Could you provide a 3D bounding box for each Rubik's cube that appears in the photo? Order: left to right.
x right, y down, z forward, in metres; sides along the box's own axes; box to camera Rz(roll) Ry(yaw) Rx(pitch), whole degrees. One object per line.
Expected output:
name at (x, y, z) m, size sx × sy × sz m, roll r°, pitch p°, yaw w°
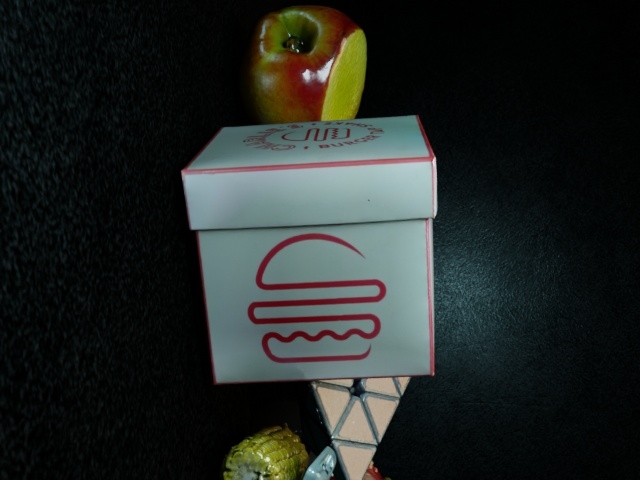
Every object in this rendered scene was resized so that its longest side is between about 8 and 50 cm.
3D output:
Rubik's cube at (0.024, 0.279, 1.512) m, size 0.228 × 0.228 × 0.233 m, roll -66°, pitch 170°, yaw 8°

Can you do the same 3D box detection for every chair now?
chair at (-0.076, 0.279, 1.412) m, size 0.101 × 0.084 × 0.212 m, roll -93°, pitch 177°, yaw -59°

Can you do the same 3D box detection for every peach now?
peach at (-0.026, -0.278, 1.494) m, size 0.245 × 0.249 × 0.274 m, roll 39°, pitch -21°, yaw 37°

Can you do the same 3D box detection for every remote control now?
remote control at (-0.045, 0.439, 1.188) m, size 0.293 × 0.051 × 0.103 m, roll -69°, pitch 167°, yaw 11°

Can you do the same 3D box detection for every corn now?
corn at (-0.079, 0.333, 1.209) m, size 0.318 × 0.115 × 0.115 m, roll 50°, pitch 37°, yaw -79°

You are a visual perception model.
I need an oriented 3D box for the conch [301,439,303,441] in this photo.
conch at (-0.036, 0.434, 1.948) m, size 0.065 × 0.088 × 0.180 m, roll -49°, pitch 177°, yaw -5°

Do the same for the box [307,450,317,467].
box at (0.013, 0.669, 2.122) m, size 0.215 × 0.086 × 0.215 m, roll -73°, pitch 158°, yaw -76°

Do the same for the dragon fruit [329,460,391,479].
dragon fruit at (0.052, 0.625, 1.852) m, size 0.231 × 0.237 × 0.302 m, roll 49°, pitch 43°, yaw -46°

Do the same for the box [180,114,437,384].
box at (0.000, 0.000, 1.161) m, size 0.314 × 0.312 × 0.300 m, roll -81°, pitch 167°, yaw -72°
